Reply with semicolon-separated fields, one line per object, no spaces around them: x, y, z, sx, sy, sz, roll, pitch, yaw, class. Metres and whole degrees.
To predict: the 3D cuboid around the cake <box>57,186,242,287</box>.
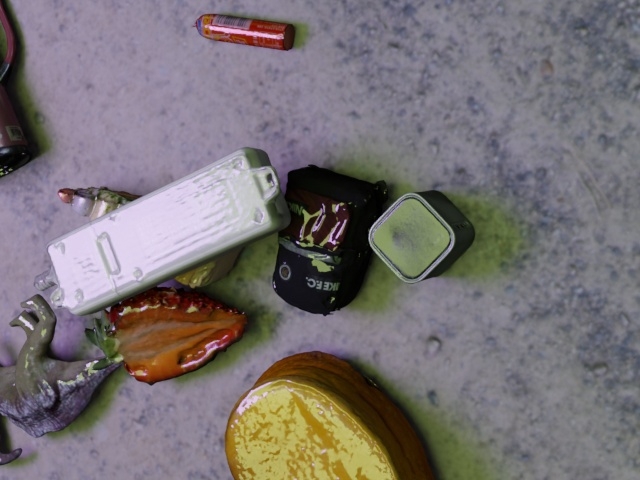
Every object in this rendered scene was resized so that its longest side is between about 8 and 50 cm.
-0.206;-0.010;1.594;0.225;0.109;0.090;15;99;20;cake

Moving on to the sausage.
-0.095;-0.249;1.569;0.129;0.034;0.034;11;98;21;sausage

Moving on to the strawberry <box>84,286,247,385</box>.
-0.190;0.100;1.599;0.140;0.085;0.192;33;123;-27;strawberry

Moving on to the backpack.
0.003;0.003;1.508;0.120;0.106;0.165;14;100;24;backpack

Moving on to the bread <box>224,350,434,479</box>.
0.010;0.258;1.508;0.195;0.142;0.270;-42;80;18;bread

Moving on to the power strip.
-0.183;-0.004;1.495;0.338;0.058;0.098;-23;85;19;power strip

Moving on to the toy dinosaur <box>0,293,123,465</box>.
-0.380;0.180;1.706;0.294;0.077;0.162;-33;86;36;toy dinosaur

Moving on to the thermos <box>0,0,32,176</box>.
-0.468;-0.245;1.684;0.136;0.109;0.330;-25;84;23;thermos

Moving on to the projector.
0.113;-0.005;1.475;0.083;0.082;0.083;-46;77;19;projector
